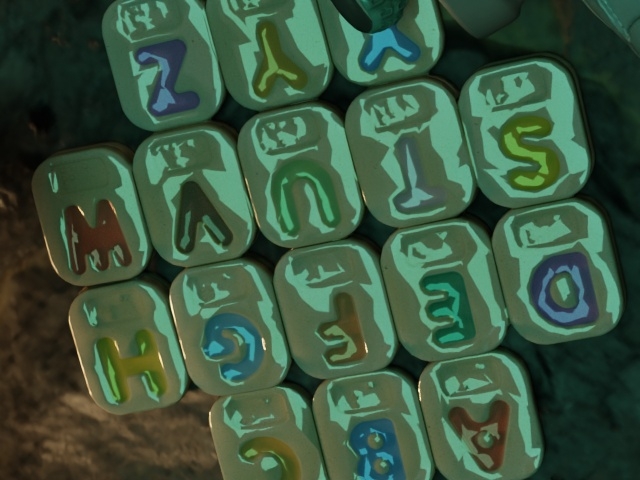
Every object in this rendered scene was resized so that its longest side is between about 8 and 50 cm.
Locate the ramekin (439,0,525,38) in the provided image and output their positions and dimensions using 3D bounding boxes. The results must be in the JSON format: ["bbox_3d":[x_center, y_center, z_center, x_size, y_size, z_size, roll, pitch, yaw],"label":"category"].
[{"bbox_3d":[0.054,-0.197,0.822,0.109,0.207,0.207,-33,94,12],"label":"ramekin"}]

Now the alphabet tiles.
[{"bbox_3d":[0.000,0.000,0.981,0.284,0.021,0.278,-10,101,17],"label":"alphabet tiles"}]

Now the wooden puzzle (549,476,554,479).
[{"bbox_3d":[0.085,0.170,1.008,0.116,0.014,0.078,-31,99,20],"label":"wooden puzzle"}]

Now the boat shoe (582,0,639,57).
[{"bbox_3d":[0.173,-0.087,0.888,0.066,0.063,0.184,-40,92,21],"label":"boat shoe"}]

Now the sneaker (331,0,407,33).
[{"bbox_3d":[-0.019,-0.163,0.928,0.076,0.065,0.166,-34,85,39],"label":"sneaker"}]
